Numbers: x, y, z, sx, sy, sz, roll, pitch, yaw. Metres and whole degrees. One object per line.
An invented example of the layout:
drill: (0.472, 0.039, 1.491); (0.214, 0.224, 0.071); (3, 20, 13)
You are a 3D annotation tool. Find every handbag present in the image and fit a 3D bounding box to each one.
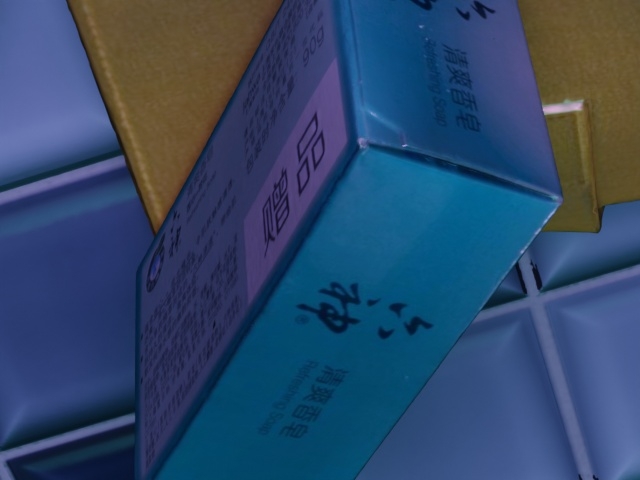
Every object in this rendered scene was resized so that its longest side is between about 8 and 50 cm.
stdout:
handbag: (0.091, -0.120, 0.881); (0.400, 0.133, 0.283); (-11, 127, 2)

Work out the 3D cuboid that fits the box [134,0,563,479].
box: (0.000, 0.000, 0.801); (0.092, 0.153, 0.245); (14, 134, -20)
